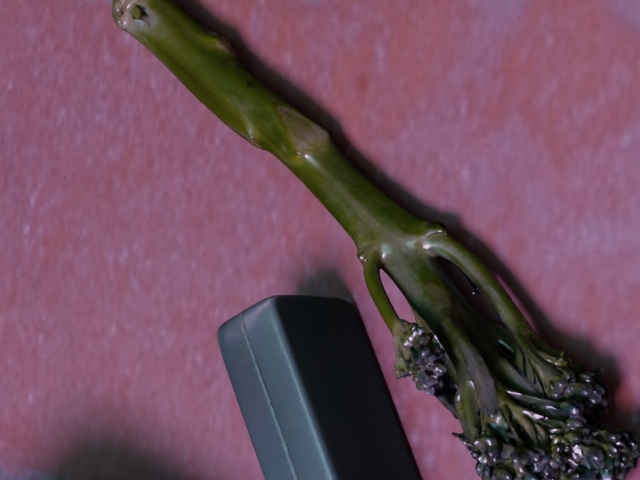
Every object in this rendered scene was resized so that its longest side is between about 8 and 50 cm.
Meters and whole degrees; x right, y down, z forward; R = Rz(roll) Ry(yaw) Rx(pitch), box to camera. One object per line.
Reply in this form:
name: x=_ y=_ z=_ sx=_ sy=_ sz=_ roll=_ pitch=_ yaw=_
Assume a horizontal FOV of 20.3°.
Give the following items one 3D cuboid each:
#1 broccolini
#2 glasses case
broccolini: x=0.002 y=-0.004 z=0.877 sx=0.392 sy=0.074 sz=0.079 roll=43 pitch=105 yaw=29
glasses case: x=0.012 y=0.117 z=0.863 sx=0.039 sy=0.078 sz=0.184 roll=-30 pitch=71 yaw=28
